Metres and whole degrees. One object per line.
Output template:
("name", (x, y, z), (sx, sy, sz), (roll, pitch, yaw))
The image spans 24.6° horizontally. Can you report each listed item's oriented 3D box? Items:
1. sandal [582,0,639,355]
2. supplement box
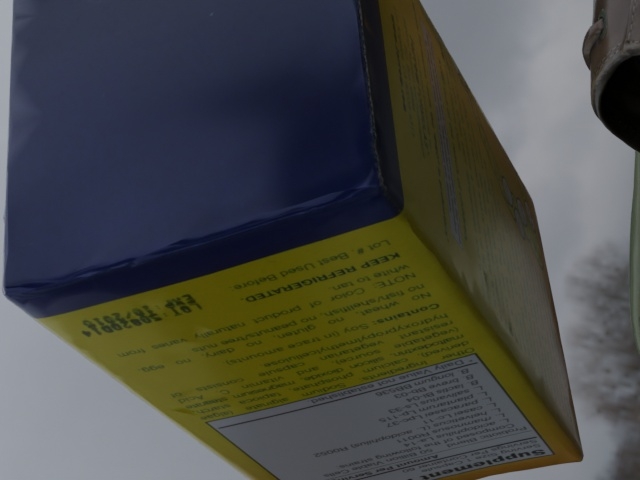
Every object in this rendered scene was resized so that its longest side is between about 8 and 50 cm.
("sandal", (0.149, -0.053, 0.528), (0.086, 0.120, 0.303), (-31, -58, -42))
("supplement box", (0.000, 0.000, 0.829), (0.356, 0.194, 0.195), (50, -151, -54))
